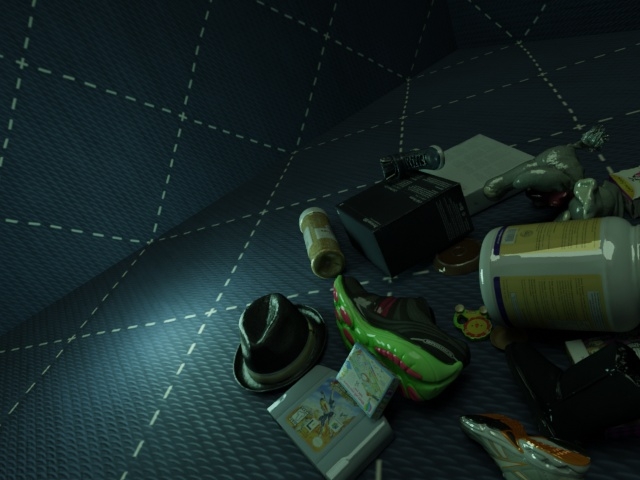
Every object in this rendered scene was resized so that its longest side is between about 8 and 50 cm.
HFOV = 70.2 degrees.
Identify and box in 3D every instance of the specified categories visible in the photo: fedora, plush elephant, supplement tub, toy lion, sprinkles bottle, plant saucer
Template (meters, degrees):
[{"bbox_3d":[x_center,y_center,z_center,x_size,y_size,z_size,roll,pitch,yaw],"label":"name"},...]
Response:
[{"bbox_3d":[-0.144,0.267,1.324,0.334,0.152,0.334,-19,30,11],"label":"fedora"},{"bbox_3d":[0.686,-0.118,1.260,0.330,0.272,0.255,-41,53,45],"label":"plush elephant"},{"bbox_3d":[0.544,0.074,0.987,0.332,0.241,0.241,-5,35,38],"label":"supplement tub"},{"bbox_3d":[0.383,0.210,1.145,0.100,0.034,0.096,-1,45,36],"label":"toy lion"},{"bbox_3d":[0.000,0.000,1.680,0.121,0.121,0.355,-24,30,3],"label":"sprinkles bottle"},{"bbox_3d":[0.423,0.042,1.386,0.169,0.029,0.168,-20,29,11],"label":"plant saucer"},{"bbox_3d":[0.446,0.230,1.074,0.084,0.015,0.083,-19,29,11],"label":"plant saucer"}]

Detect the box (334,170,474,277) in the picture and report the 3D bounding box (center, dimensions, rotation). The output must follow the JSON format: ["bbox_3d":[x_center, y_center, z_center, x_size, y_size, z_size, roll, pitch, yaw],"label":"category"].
[{"bbox_3d":[0.264,-0.076,1.515,0.313,0.178,0.343,-28,23,-7],"label":"box"}]

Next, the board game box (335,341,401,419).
[{"bbox_3d":[0.104,0.314,1.032,0.103,0.026,0.154,-60,33,3],"label":"board game box"}]

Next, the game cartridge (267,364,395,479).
[{"bbox_3d":[0.021,0.413,1.065,0.198,0.062,0.297,-41,33,-19],"label":"game cartridge"}]

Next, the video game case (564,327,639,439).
[{"bbox_3d":[0.624,0.259,0.866,0.232,0.041,0.210,-15,32,17],"label":"video game case"}]

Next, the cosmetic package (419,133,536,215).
[{"bbox_3d":[0.570,-0.253,1.682,0.285,0.097,0.377,-24,29,-2],"label":"cosmetic package"}]

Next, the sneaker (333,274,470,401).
[{"bbox_3d":[0.183,0.224,1.168,0.203,0.185,0.483,-17,28,-23],"label":"sneaker"}]

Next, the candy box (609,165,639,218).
[{"bbox_3d":[0.956,-0.156,1.257,0.234,0.071,0.159,-16,31,17],"label":"candy box"}]

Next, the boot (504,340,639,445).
[{"bbox_3d":[0.481,0.248,0.853,0.207,0.094,0.246,-48,25,28],"label":"boot"}]

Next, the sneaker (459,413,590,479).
[{"bbox_3d":[0.342,0.394,0.812,0.100,0.120,0.262,6,-4,-22],"label":"sneaker"}]

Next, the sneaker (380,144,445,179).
[{"bbox_3d":[0.294,-0.252,1.502,0.164,0.086,0.226,-19,12,-14],"label":"sneaker"}]
